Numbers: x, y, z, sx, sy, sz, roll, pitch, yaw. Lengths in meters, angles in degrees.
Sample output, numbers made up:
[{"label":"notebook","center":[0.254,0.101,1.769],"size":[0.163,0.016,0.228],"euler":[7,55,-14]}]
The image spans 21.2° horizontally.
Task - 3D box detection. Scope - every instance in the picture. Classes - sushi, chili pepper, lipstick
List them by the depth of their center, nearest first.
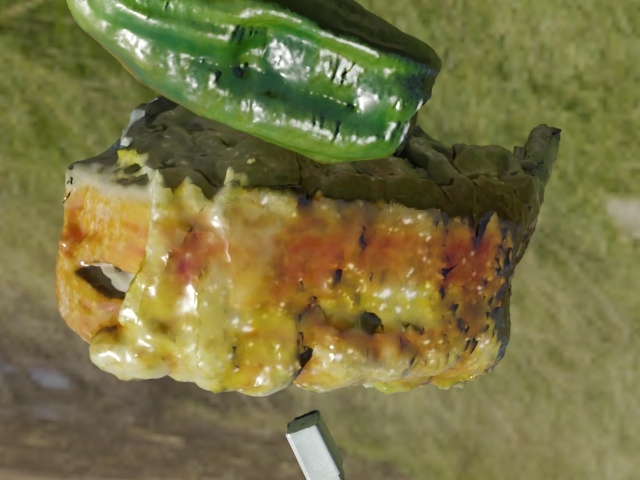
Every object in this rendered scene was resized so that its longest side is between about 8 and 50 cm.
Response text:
[{"label":"chili pepper","center":[-0.049,-0.091,0.704],"size":[0.204,0.072,0.073],"euler":[25,-173,-10]},{"label":"sushi","center":[0.000,0.000,0.889],"size":[0.274,0.139,0.184],"euler":[5,-163,-18]},{"label":"lipstick","center":[0.009,0.171,1.190],"size":[0.025,0.107,0.025],"euler":[-22,-166,11]}]
